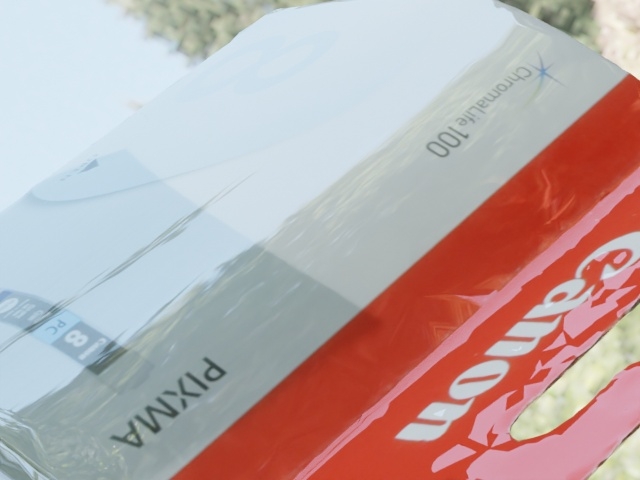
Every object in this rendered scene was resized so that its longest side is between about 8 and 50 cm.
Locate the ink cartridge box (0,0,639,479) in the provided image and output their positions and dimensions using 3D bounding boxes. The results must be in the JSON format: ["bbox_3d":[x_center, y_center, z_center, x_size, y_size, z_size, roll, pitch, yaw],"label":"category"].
[{"bbox_3d":[0.000,0.000,0.700,0.308,0.385,0.091,-39,-70,-29],"label":"ink cartridge box"}]
